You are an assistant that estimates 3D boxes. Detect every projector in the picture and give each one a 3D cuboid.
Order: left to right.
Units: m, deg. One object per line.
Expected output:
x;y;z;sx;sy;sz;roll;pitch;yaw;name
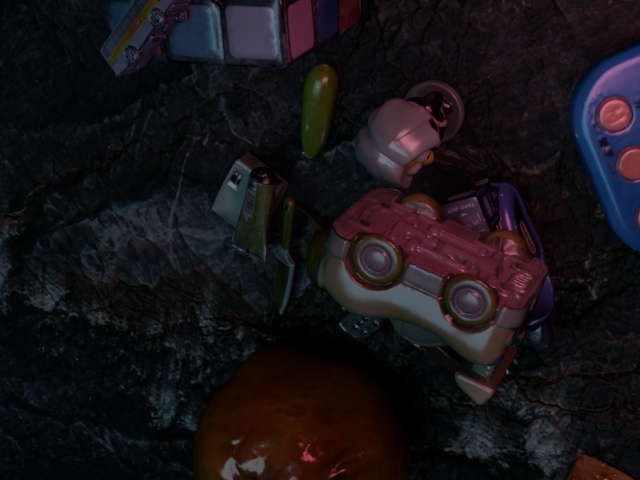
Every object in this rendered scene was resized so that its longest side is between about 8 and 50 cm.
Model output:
-0.145;-0.092;2.115;0.115;0.061;0.147;37;126;7;projector

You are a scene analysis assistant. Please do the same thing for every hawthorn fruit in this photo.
-0.042;0.450;2.108;0.472;0.472;0.472;13;120;23;hawthorn fruit

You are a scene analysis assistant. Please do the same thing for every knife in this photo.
-0.074;0.040;2.111;0.061;0.027;0.343;57;153;33;knife

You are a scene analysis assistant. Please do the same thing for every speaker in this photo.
0.159;0.107;1.897;0.198;0.329;0.259;-14;113;34;speaker

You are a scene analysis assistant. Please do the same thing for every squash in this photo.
-0.007;-0.246;1.960;0.066;0.066;0.201;23;126;17;squash

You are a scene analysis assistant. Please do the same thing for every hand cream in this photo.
-0.130;-0.056;2.063;0.086;0.055;0.235;29;133;17;hand cream

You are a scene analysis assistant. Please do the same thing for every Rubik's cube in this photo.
-0.144;-0.501;1.722;0.363;0.359;0.362;13;119;23;Rubik's cube

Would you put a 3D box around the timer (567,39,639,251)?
0.564;-0.159;1.593;0.309;0.115;0.340;-24;103;8;timer

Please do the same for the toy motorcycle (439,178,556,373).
0.330;0.061;1.832;0.125;0.212;0.358;-16;105;33;toy motorcycle

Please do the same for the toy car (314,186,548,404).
0.176;0.082;1.668;0.336;0.242;0.226;23;119;15;toy car

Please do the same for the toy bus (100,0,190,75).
-0.277;-0.343;1.629;0.075;0.064;0.190;51;128;10;toy bus

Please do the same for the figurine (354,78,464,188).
0.151;-0.183;1.793;0.133;0.236;0.176;36;125;7;figurine

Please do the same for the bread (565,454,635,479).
0.543;0.584;2.046;0.184;0.114;0.275;26;126;16;bread

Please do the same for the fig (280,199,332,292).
0.000;0.000;2.070;0.124;0.124;0.236;-49;65;37;fig

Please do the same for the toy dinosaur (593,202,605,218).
0.547;-0.073;1.753;0.162;0.039;0.126;27;123;13;toy dinosaur
